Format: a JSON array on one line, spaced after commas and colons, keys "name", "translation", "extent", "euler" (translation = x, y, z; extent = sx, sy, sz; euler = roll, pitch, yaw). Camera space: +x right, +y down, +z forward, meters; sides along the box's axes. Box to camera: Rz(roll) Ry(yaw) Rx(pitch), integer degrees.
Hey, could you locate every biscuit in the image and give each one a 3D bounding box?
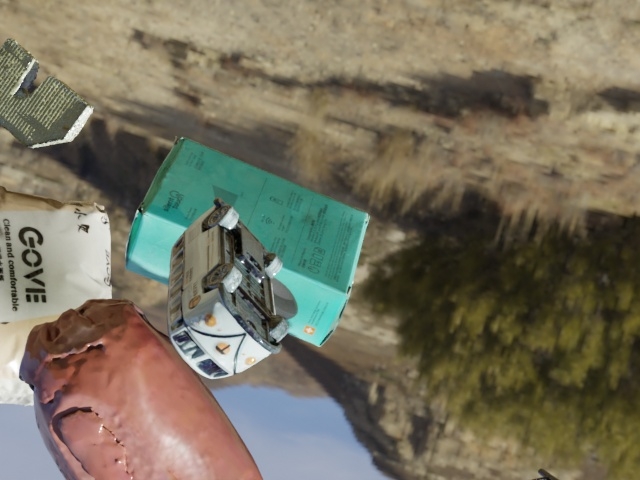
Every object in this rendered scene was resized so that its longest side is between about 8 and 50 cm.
[{"name": "biscuit", "translation": [-0.557, -0.269, 2.100], "extent": [0.250, 0.147, 0.046], "euler": [38, -173, 21]}]

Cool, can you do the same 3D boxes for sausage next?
[{"name": "sausage", "translation": [-0.156, 0.180, 0.969], "extent": [0.280, 0.152, 0.152], "euler": [55, 174, -1]}]

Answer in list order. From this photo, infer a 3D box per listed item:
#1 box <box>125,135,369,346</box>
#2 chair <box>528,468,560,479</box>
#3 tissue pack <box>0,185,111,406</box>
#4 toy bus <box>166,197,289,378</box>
[{"name": "box", "translation": [-0.101, -0.001, 1.556], "extent": [0.311, 0.118, 0.205], "euler": [22, -144, -5]}, {"name": "chair", "translation": [0.348, 0.460, 1.669], "extent": [0.141, 0.155, 0.260], "euler": [-11, -175, -10]}, {"name": "tissue pack", "translation": [-0.525, 0.094, 1.835], "extent": [0.390, 0.376, 0.195], "euler": [3, 156, -34]}, {"name": "toy bus", "translation": [-0.087, 0.046, 0.958], "extent": [0.087, 0.089, 0.194], "euler": [49, -167, -25]}]
